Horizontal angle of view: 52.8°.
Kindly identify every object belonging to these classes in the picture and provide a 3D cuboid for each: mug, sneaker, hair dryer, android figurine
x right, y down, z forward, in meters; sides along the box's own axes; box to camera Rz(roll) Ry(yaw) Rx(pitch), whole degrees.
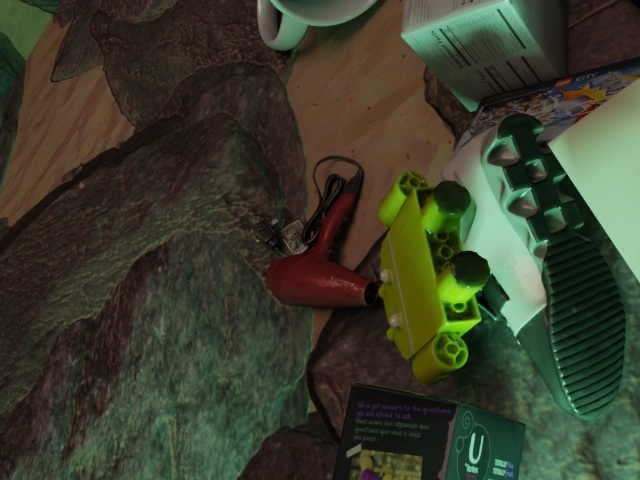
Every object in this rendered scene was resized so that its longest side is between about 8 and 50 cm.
[{"bbox_3d":[-0.050,-0.542,1.197,0.328,0.276,0.374,-121,39,-47],"label":"mug"},{"bbox_3d":[0.230,0.036,0.731,0.146,0.122,0.331,-28,75,57],"label":"sneaker"},{"bbox_3d":[0.000,0.000,0.994,0.223,0.080,0.293,-44,48,16],"label":"hair dryer"},{"bbox_3d":[0.122,0.047,0.784,0.273,0.056,0.248,115,148,-64],"label":"android figurine"}]

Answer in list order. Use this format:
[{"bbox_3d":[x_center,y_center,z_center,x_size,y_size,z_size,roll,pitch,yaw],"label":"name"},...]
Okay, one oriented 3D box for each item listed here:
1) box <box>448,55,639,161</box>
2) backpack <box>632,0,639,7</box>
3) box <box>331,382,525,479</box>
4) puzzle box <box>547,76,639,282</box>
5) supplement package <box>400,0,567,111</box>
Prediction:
[{"bbox_3d":[0.290,-0.145,0.784,0.233,0.044,0.159,-8,34,39],"label":"box"},{"bbox_3d":[0.403,-0.386,0.760,0.158,0.173,0.117,-42,48,19],"label":"backpack"},{"bbox_3d":[0.105,0.308,0.693,0.143,0.165,0.270,0,70,42],"label":"box"},{"bbox_3d":[0.420,0.000,0.549,0.272,0.052,0.409,-37,67,29],"label":"puzzle box"},{"bbox_3d":[0.230,-0.347,0.871,0.145,0.204,0.262,-7,66,38],"label":"supplement package"}]
